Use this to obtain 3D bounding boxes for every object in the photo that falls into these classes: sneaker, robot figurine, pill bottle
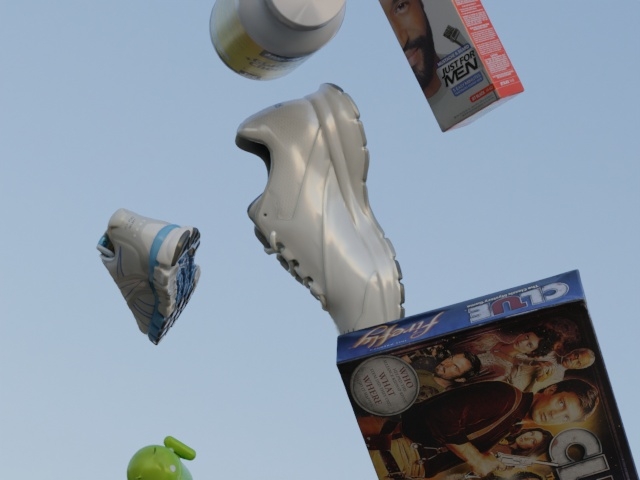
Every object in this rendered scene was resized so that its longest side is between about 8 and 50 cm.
[{"bbox_3d":[-0.151,0.023,1.406,0.083,0.071,0.191,27,-28,7],"label":"sneaker"},{"bbox_3d":[0.000,0.000,1.604,0.129,0.297,0.111,-14,-10,-12],"label":"sneaker"},{"bbox_3d":[-0.193,0.286,1.974,0.067,0.101,0.115,20,-21,23],"label":"robot figurine"},{"bbox_3d":[-0.036,-0.213,1.517,0.103,0.103,0.184,21,-11,-13],"label":"pill bottle"}]

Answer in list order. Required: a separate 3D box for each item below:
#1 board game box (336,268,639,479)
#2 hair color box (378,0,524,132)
[{"bbox_3d":[0.125,0.153,1.091,0.165,0.042,0.243,-17,-67,9],"label":"board game box"},{"bbox_3d":[0.142,-0.214,1.802,0.053,0.167,0.093,-19,-9,-47],"label":"hair color box"}]
